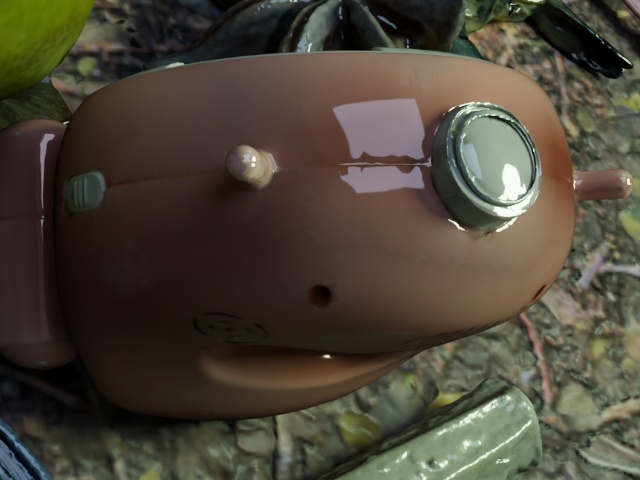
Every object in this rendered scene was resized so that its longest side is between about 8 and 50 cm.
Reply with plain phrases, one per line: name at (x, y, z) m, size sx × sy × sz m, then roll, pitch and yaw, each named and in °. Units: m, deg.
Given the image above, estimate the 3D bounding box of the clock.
clock at (0.000, 0.000, 0.663) m, size 0.227 × 0.241 × 0.142 m, roll 1°, pitch 80°, yaw -36°

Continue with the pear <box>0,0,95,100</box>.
pear at (-0.263, -0.195, 0.567) m, size 0.413 × 0.352 × 0.352 m, roll 19°, pitch 52°, yaw -25°

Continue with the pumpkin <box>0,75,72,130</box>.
pumpkin at (-0.168, -0.073, 0.738) m, size 0.074 × 0.054 × 0.083 m, roll -22°, pitch 67°, yaw -43°

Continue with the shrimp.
shrimp at (0.131, -0.084, 0.936) m, size 0.198 × 0.051 × 0.262 m, roll 2°, pitch 55°, yaw -32°

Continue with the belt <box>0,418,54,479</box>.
belt at (-0.176, 0.121, 0.586) m, size 0.190 × 0.082 × 0.141 m, roll 40°, pitch 53°, yaw -2°

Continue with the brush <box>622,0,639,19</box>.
brush at (0.272, -0.128, 1.058) m, size 0.233 × 0.047 × 0.103 m, roll 48°, pitch 48°, yaw 4°

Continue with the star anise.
star anise at (0.001, -0.119, 0.843) m, size 0.180 × 0.061 × 0.204 m, roll -1°, pitch 39°, yaw 9°

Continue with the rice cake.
rice cake at (0.013, 0.133, 0.722) m, size 0.256 × 0.052 × 0.057 m, roll -22°, pitch 106°, yaw -39°
